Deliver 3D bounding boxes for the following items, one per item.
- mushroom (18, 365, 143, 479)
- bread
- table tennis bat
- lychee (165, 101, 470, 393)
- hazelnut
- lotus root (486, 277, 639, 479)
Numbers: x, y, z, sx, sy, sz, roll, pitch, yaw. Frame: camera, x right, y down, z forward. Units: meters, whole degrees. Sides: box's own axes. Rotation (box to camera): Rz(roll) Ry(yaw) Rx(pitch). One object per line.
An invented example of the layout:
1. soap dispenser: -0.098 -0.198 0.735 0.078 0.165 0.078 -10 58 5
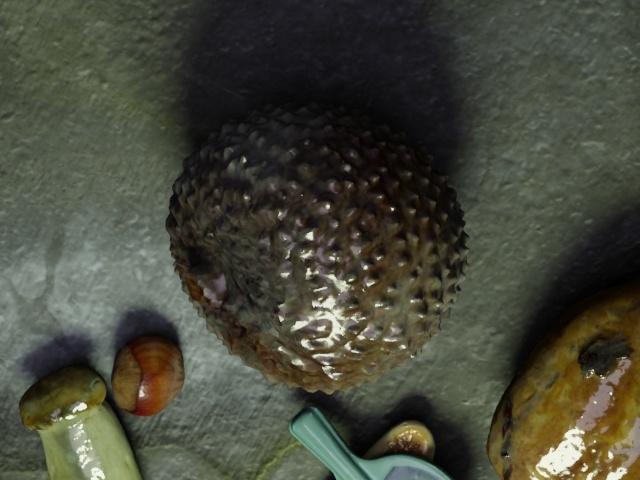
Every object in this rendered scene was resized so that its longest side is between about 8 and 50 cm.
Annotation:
1. mushroom: -0.233 0.279 1.820 0.100 0.081 0.312 -11 108 18
2. bread: 0.050 0.274 1.814 0.073 0.053 0.214 45 105 12
3. table tennis bat: 0.058 0.265 1.766 0.149 0.038 0.237 -43 84 12
4. lychee: -0.003 -0.004 1.632 0.300 0.300 0.300 1 105 3
5. hazelnut: -0.180 0.141 1.783 0.086 0.086 0.086 1 105 3
6. lotus root: 0.290 0.146 1.706 0.193 0.193 0.291 41 103 -8
